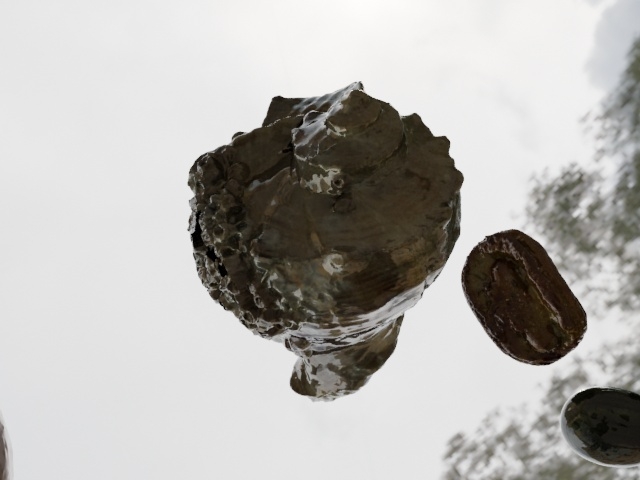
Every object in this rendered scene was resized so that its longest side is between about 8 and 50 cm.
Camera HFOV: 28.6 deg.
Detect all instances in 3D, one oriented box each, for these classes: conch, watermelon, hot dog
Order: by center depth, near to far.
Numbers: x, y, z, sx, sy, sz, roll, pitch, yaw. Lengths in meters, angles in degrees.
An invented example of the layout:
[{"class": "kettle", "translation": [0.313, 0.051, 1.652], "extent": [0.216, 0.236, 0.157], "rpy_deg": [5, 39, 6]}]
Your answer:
[{"class": "conch", "translation": [0.000, 0.000, 0.774], "extent": [0.163, 0.245, 0.178], "rpy_deg": [5, -138, 2]}, {"class": "watermelon", "translation": [0.289, 0.183, 1.230], "extent": [0.111, 0.078, 0.078], "rpy_deg": [11, -125, -8]}, {"class": "hot dog", "translation": [0.206, 0.057, 1.276], "extent": [0.147, 0.099, 0.065], "rpy_deg": [59, -157, 8]}]

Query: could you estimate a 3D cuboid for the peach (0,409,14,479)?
[{"class": "peach", "translation": [-0.417, 0.207, 1.057], "extent": [0.343, 0.343, 0.301], "rpy_deg": [41, -151, 1]}]
